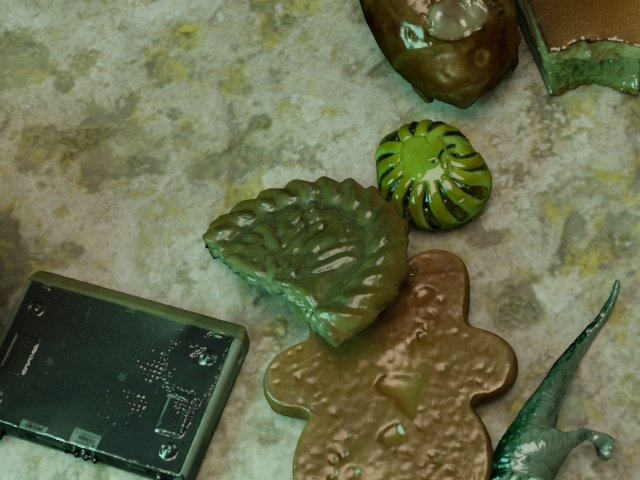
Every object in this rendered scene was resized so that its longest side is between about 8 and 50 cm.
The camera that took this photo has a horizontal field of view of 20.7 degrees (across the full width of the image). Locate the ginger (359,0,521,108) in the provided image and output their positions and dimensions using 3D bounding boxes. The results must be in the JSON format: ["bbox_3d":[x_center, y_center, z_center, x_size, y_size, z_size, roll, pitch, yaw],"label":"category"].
[{"bbox_3d":[0.115,-0.360,2.050,0.176,0.254,0.418,-14,66,4],"label":"ginger"}]

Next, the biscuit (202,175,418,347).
[{"bbox_3d":[0.000,0.000,1.933,0.187,0.036,0.273,-40,44,-19],"label":"biscuit"}]

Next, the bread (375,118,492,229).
[{"bbox_3d":[0.125,-0.077,1.987,0.130,0.071,0.139,-16,61,4],"label":"bread"}]

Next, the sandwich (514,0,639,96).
[{"bbox_3d":[0.284,-0.270,2.044,0.220,0.108,0.186,16,65,14],"label":"sandwich"}]

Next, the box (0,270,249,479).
[{"bbox_3d":[-0.235,0.154,1.928,0.270,0.045,0.211,16,64,16],"label":"box"}]

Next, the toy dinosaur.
[{"bbox_3d":[0.261,0.209,1.820,0.129,0.076,0.383,41,50,1],"label":"toy dinosaur"}]

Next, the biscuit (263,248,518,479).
[{"bbox_3d":[0.077,0.175,1.868,0.275,0.052,0.355,-8,62,7],"label":"biscuit"}]
